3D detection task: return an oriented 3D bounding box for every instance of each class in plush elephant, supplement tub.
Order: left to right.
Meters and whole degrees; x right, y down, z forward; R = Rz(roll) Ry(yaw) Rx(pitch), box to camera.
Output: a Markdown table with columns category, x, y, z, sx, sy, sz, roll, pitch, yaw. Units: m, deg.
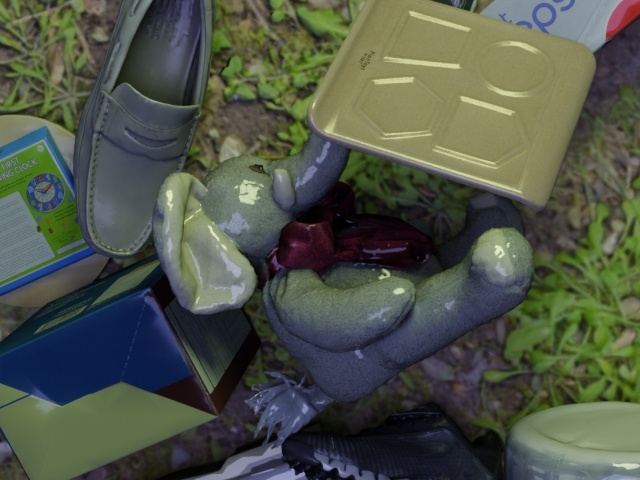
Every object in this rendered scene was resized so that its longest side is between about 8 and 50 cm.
| category | x | y | z | sx | sy | sz | roll | pitch | yaw |
| --- | --- | --- | --- | --- | --- | --- | --- | --- | --- |
| plush elephant | 0.000 | 0.000 | 1.136 | 0.330 | 0.272 | 0.255 | -37 | 94 | 18 |
| supplement tub | 0.273 | 0.333 | 1.162 | 0.207 | 0.207 | 0.337 | 1 | 98 | 12 |

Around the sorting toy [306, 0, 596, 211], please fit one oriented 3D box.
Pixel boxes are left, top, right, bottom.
| category | x | y | z | sx | sy | sz | roll | pitch | yaw |
| --- | --- | --- | --- | --- | --- | --- | --- | --- | --- |
| sorting toy | 0.114 | -0.123 | 1.069 | 0.208 | 0.193 | 0.038 | 21 | 144 | 8 |

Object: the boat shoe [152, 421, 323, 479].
| category | x | y | z | sx | sy | sz | roll | pitch | yaw |
| --- | --- | --- | --- | --- | --- | --- | --- | --- | --- |
| boat shoe | -0.123 | 0.283 | 1.285 | 0.302 | 0.113 | 0.103 | -21 | 88 | 13 |

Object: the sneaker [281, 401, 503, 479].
| category | x | y | z | sx | sy | sz | roll | pitch | yaw |
| --- | --- | --- | --- | --- | --- | --- | --- | --- | --- |
| sneaker | 0.077 | 0.204 | 1.231 | 0.234 | 0.078 | 0.106 | 16 | 69 | -12 |

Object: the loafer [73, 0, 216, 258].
| category | x | y | z | sx | sy | sz | roll | pitch | yaw |
| --- | --- | --- | --- | --- | --- | --- | --- | --- | --- |
| loafer | -0.171 | -0.131 | 1.225 | 0.112 | 0.111 | 0.319 | 8 | 102 | -19 |

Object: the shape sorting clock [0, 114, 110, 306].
| category | x | y | z | sx | sy | sz | roll | pitch | yaw |
| --- | --- | --- | --- | --- | --- | --- | --- | --- | --- |
| shape sorting clock | -0.310 | -0.030 | 1.315 | 0.206 | 0.040 | 0.206 | 2 | 109 | 5 |

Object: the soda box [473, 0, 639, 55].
| category | x | y | z | sx | sy | sz | roll | pitch | yaw |
| --- | --- | --- | --- | --- | --- | --- | --- | --- | --- |
| soda box | 0.257 | -0.238 | 1.142 | 0.286 | 0.091 | 0.098 | -40 | 89 | 14 |

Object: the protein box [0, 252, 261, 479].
| category | x | y | z | sx | sy | sz | roll | pitch | yaw |
| --- | --- | --- | --- | --- | --- | --- | --- | --- | --- |
| protein box | -0.190 | 0.111 | 1.222 | 0.200 | 0.201 | 0.136 | -24 | 99 | 14 |

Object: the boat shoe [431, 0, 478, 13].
| category | x | y | z | sx | sy | sz | roll | pitch | yaw |
| --- | --- | --- | --- | --- | --- | --- | --- | --- | --- |
| boat shoe | 0.105 | -0.316 | 1.168 | 0.095 | 0.079 | 0.254 | 3 | 98 | 11 |
